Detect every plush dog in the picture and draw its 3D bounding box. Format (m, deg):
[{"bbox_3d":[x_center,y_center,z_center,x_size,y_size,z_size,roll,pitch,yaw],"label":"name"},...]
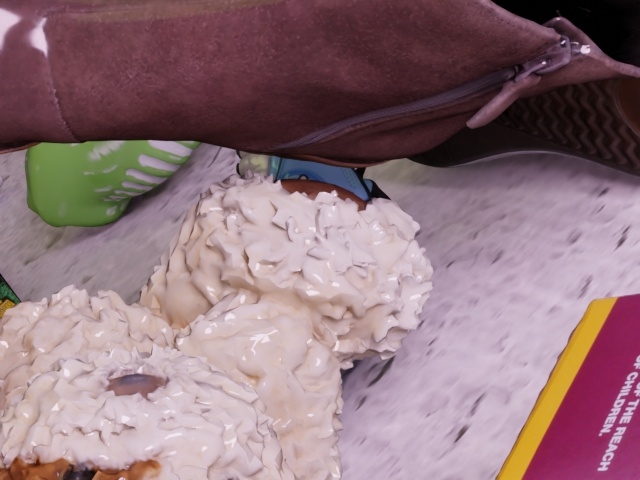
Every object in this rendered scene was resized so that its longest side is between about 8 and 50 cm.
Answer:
[{"bbox_3d":[-0.076,0.093,0.580,0.225,0.262,0.211,-129,45,-67],"label":"plush dog"}]

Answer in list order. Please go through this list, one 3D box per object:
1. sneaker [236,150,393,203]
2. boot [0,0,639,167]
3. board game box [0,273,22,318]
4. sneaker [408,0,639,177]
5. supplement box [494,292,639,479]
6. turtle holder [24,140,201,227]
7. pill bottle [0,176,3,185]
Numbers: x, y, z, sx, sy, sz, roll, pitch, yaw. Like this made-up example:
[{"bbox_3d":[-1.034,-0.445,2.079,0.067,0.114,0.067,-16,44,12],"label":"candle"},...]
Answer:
[{"bbox_3d":[0.000,0.000,0.745,0.073,0.063,0.162,-4,60,11],"label":"sneaker"},{"bbox_3d":[-0.029,-0.080,0.577,0.207,0.248,0.090,-10,76,47],"label":"boot"},{"bbox_3d":[-0.299,0.105,1.077,0.259,0.030,0.136,-43,26,-5],"label":"board game box"},{"bbox_3d":[0.120,-0.098,0.705,0.123,0.106,0.290,-47,25,-19],"label":"sneaker"},{"bbox_3d":[0.144,0.065,0.388,0.188,0.104,0.081,-11,38,49],"label":"supplement box"},{"bbox_3d":[-0.097,-0.188,1.057,0.243,0.320,0.227,-24,16,-41],"label":"turtle holder"},{"bbox_3d":[-0.265,-0.021,1.224,0.083,0.043,0.043,-51,25,-22],"label":"pill bottle"}]
